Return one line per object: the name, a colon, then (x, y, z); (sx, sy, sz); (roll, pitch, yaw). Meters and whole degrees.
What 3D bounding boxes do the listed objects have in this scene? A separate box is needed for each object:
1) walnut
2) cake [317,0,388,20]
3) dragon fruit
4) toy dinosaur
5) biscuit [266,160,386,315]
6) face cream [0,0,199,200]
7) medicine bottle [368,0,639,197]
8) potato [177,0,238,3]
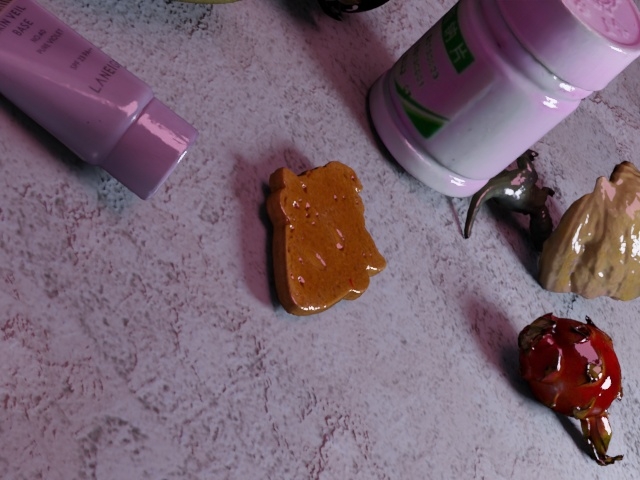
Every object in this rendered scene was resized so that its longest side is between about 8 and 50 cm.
walnut: (0.429, -0.001, 2.297); (0.141, 0.204, 0.238); (38, 24, 23)
cake: (0.049, -0.451, 2.146); (0.332, 0.332, 0.321); (29, 78, -40)
dragon fruit: (0.342, 0.200, 2.111); (0.125, 0.125, 0.246); (-79, 147, -67)
toy dinosaur: (0.285, -0.037, 2.249); (0.187, 0.087, 0.179); (39, 34, -27)
biscuit: (0.000, 0.000, 1.847); (0.183, 0.043, 0.280); (44, 38, -17)
face cream: (-0.252, -0.157, 1.592); (0.274, 0.096, 0.154); (38, 37, -8)
medicine bottle: (0.239, -0.226, 2.096); (0.212, 0.325, 0.212); (29, 39, -26)
potato: (-0.165, -0.400, 1.793); (0.359, 0.219, 0.269); (10, 73, -56)
